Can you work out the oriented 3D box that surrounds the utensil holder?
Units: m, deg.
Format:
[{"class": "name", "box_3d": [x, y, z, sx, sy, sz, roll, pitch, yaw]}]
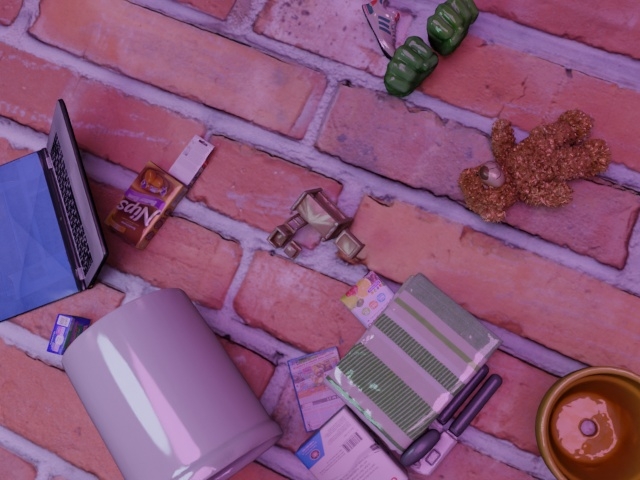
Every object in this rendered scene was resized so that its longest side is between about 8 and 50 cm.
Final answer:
[{"class": "utensil holder", "box_3d": [-0.315, 0.338, 1.636, 0.327, 0.327, 0.385, -35, 76, 1]}]

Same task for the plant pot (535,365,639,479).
[{"class": "plant pot", "box_3d": [0.551, 0.379, 1.547, 0.254, 0.239, 0.254, -1, 80, 9]}]

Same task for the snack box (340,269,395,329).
[{"class": "snack box", "box_3d": [0.128, 0.150, 1.747, 0.100, 0.037, 0.141, -43, 79, 1]}]

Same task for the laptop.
[{"class": "laptop", "box_3d": [-0.686, -0.054, 1.803, 0.236, 0.408, 0.382, -14, 77, -29]}]

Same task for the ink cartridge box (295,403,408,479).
[{"class": "ink cartridge box", "box_3d": [0.069, 0.479, 1.669, 0.148, 0.086, 0.203, -42, 83, 1]}]

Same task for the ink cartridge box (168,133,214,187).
[{"class": "ink cartridge box", "box_3d": [-0.307, -0.192, 1.870, 0.063, 0.029, 0.115, 34, 86, 12]}]

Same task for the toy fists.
[{"class": "toy fists", "box_3d": [0.251, -0.443, 1.775, 0.279, 0.142, 0.096, -45, 78, 0]}]

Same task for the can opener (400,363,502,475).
[{"class": "can opener", "box_3d": [0.284, 0.386, 1.665, 0.074, 0.093, 0.280, 40, 83, 13]}]

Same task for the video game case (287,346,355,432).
[{"class": "video game case", "box_3d": [0.003, 0.335, 1.746, 0.119, 0.015, 0.166, -17, 79, 6]}]

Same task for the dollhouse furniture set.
[{"class": "dollhouse furniture set", "box_3d": [0.000, 0.000, 1.782, 0.182, 0.101, 0.161, 45, 114, 12]}]

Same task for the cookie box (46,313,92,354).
[{"class": "cookie box", "box_3d": [-0.581, 0.219, 1.801, 0.040, 0.107, 0.092, 15, 84, 9]}]

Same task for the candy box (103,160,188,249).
[{"class": "candy box", "box_3d": [-0.416, -0.083, 1.856, 0.109, 0.053, 0.186, 35, 88, 11]}]

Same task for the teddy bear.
[{"class": "teddy bear", "box_3d": [0.472, -0.173, 1.716, 0.338, 0.113, 0.245, -9, 77, 6]}]

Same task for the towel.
[{"class": "towel", "box_3d": [0.191, 0.259, 1.659, 0.248, 0.038, 0.325, 41, 92, 26]}]

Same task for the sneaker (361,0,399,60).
[{"class": "sneaker", "box_3d": [0.160, -0.507, 1.841, 0.075, 0.057, 0.161, -26, 75, 9]}]
